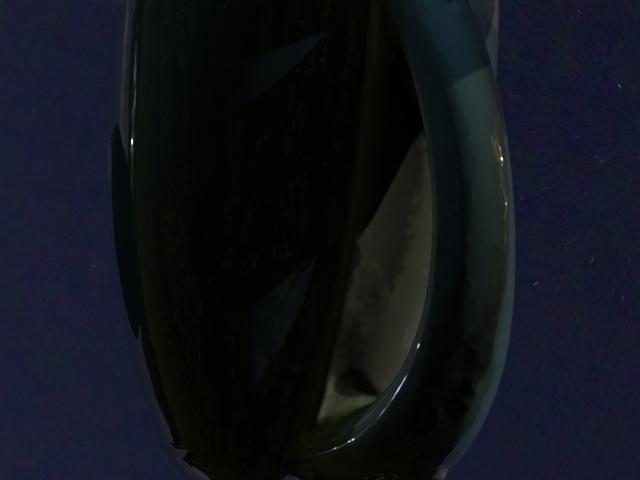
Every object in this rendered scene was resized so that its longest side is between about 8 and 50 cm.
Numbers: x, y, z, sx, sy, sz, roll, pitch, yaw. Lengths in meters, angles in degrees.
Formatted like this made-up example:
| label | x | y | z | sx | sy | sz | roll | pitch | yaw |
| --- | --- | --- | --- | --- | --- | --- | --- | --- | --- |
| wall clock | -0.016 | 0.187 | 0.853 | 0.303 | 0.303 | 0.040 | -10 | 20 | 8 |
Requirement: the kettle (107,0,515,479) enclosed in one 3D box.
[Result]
| label | x | y | z | sx | sy | sz | roll | pitch | yaw |
| --- | --- | --- | --- | --- | --- | --- | --- | --- | --- |
| kettle | 0.000 | 0.000 | 0.665 | 0.319 | 0.247 | 0.341 | -12 | -107 | 60 |
